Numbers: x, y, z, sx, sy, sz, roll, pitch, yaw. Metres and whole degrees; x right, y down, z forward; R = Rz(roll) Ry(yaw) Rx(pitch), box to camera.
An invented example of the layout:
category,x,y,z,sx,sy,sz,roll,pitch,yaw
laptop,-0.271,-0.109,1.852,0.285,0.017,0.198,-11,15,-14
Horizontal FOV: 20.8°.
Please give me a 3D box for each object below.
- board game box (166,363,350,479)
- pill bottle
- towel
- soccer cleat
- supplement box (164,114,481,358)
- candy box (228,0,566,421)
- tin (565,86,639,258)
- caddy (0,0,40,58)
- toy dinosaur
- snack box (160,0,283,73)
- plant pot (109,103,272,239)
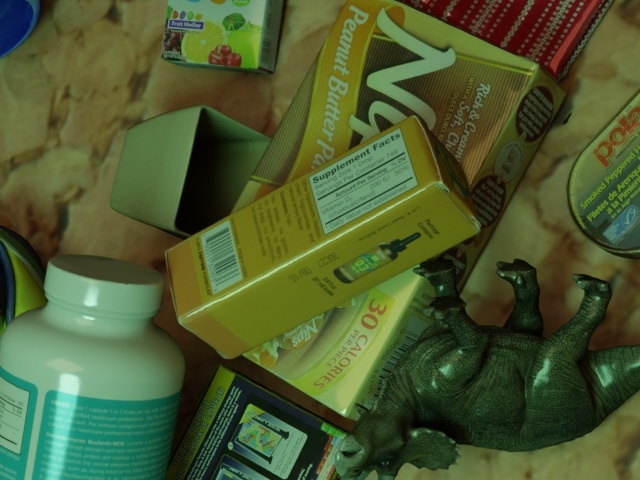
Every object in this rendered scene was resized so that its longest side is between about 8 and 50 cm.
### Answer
category,x,y,z,sx,sy,sz,roll,pitch,yaw
board game box,-0.058,0.208,1.425,0.141,0.048,0.170,27,88,29
pill bottle,-0.186,0.149,1.359,0.146,0.146,0.264,16,102,26
towel,0.140,-0.275,1.477,0.275,0.031,0.199,33,92,27
soccer cleat,-0.247,0.110,1.488,0.093,0.121,0.289,-34,69,11
supplement box,0.000,0.000,1.333,0.233,0.078,0.080,-26,51,17
candy box,0.040,-0.029,1.421,0.183,0.087,0.316,29,89,27
tin,0.274,-0.069,1.361,0.190,0.040,0.106,-46,68,6
caddy,-0.421,-0.225,1.591,0.341,0.241,0.179,-17,64,19
toy dinosaur,0.143,0.102,1.327,0.313,0.121,0.160,-7,112,-15
snack box,-0.083,-0.222,1.542,0.100,0.037,0.141,8,90,24
plant pot,-0.116,-0.050,1.490,0.096,0.109,0.109,5,78,36
